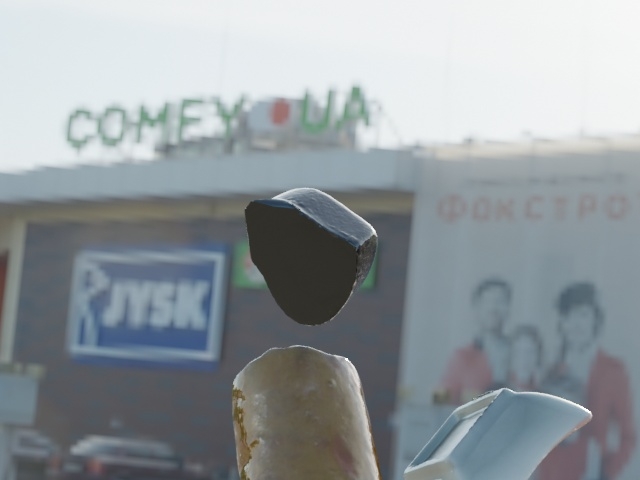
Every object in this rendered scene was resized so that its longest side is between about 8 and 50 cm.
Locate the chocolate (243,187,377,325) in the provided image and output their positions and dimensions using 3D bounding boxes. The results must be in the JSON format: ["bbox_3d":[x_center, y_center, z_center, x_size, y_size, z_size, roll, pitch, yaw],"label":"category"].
[{"bbox_3d":[0.000,0.000,1.948,0.125,0.149,0.080,-21,14,36],"label":"chocolate"}]

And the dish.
[{"bbox_3d":[0.147,0.201,1.754,0.077,0.151,0.212,43,-18,-2],"label":"dish"}]

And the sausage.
[{"bbox_3d":[-0.006,0.197,1.230,0.108,0.271,0.109,-2,-43,-2],"label":"sausage"}]
